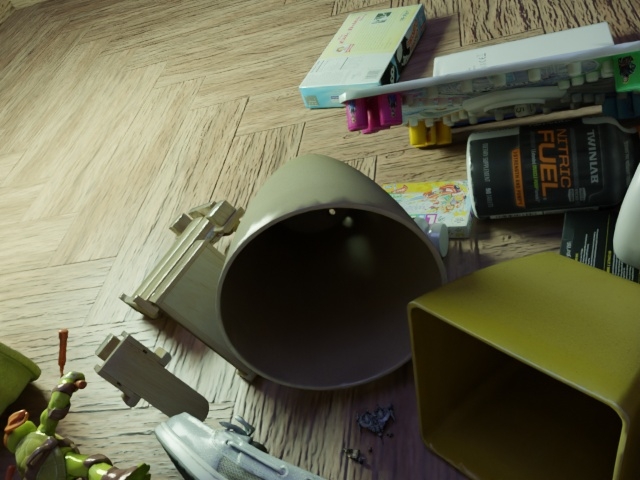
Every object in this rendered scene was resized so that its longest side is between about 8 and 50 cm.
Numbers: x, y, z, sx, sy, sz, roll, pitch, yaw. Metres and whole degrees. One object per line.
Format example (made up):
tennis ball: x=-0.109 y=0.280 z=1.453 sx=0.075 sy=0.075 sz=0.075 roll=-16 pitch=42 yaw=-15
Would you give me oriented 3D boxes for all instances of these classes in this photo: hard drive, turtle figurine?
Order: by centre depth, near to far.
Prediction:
turtle figurine: x=-0.310 y=0.261 z=0.743 sx=0.217 sy=0.087 sz=0.270 roll=21 pitch=91 yaw=23
hard drive: x=0.367 y=-0.302 z=1.129 sx=0.318 sy=0.040 sz=0.210 roll=-6 pitch=43 yaw=20

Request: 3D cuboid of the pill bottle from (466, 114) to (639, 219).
pill bottle: x=0.336 y=-0.102 z=0.858 sx=0.245 sy=0.130 sz=0.131 roll=-5 pitch=44 yaw=22

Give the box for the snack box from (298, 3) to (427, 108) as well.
snack box: x=0.101 y=-0.410 z=1.360 sx=0.187 sy=0.060 sz=0.322 roll=4 pitch=48 yaw=29

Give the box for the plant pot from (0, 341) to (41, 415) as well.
plant pot: x=-0.577 y=0.252 z=0.845 sx=0.275 sy=0.276 sz=0.254 roll=0 pitch=57 yaw=26

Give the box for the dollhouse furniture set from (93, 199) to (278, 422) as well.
dollhouse furniture set: x=-0.205 y=0.110 z=0.962 sx=0.303 sy=0.174 sz=0.355 roll=-54 pitch=19 yaw=-18

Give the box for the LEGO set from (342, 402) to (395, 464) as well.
LEGO set: x=0.059 y=0.220 z=0.725 sx=0.054 sy=0.023 sz=0.083 roll=3 pitch=47 yaw=29

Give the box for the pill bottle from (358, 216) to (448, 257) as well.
pill bottle: x=0.122 y=0.000 z=0.900 sx=0.120 sy=0.067 sz=0.067 roll=0 pitch=46 yaw=27

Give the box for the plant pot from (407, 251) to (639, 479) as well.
plant pot: x=0.234 y=0.133 z=0.611 sx=0.187 sy=0.212 sz=0.212 roll=-32 pitch=39 yaw=-30

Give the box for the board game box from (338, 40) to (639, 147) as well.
board game box: x=0.272 y=-0.187 z=0.867 sx=0.389 sy=0.050 sz=0.390 roll=-4 pitch=3 yaw=23

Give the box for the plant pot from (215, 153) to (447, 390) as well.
plant pot: x=0.000 y=0.000 z=0.790 sx=0.256 sy=0.257 sz=0.274 roll=-20 pitch=32 yaw=5

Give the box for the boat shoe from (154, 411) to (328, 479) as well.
boat shoe: x=-0.049 y=0.268 z=0.663 sx=0.320 sy=0.118 sz=0.103 roll=18 pitch=49 yaw=34

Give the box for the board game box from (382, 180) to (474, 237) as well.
board game box: x=0.162 y=-0.048 z=0.964 sx=0.154 sy=0.026 sz=0.103 roll=-1 pitch=46 yaw=25

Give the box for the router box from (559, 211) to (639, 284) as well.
router box: x=0.362 y=0.039 z=0.756 sx=0.133 sy=0.046 sz=0.179 roll=2 pitch=47 yaw=29

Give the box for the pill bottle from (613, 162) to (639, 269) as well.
pill bottle: x=0.517 y=-0.006 z=0.566 sx=0.407 sy=0.229 sz=0.229 roll=27 pitch=60 yaw=30
